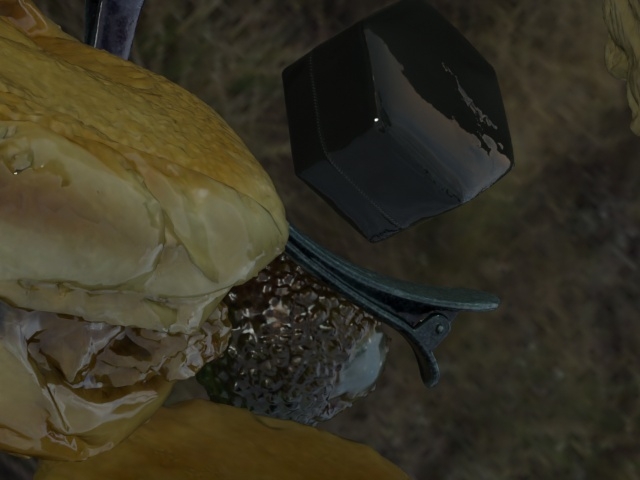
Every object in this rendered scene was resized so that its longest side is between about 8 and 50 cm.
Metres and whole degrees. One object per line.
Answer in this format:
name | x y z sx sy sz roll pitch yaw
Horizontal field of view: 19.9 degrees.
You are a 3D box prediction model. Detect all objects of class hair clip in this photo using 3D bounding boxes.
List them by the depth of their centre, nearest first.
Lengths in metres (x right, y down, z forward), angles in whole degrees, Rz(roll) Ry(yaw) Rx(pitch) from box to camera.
hair clip | 0.000 0.000 1.077 0.229 0.039 0.070 36 96 -18
hair clip | -0.211 -0.125 1.639 0.048 0.083 0.275 19 83 -41

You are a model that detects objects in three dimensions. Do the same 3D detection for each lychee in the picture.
lychee | -0.036 0.073 1.438 0.171 0.171 0.171 -21 135 -23

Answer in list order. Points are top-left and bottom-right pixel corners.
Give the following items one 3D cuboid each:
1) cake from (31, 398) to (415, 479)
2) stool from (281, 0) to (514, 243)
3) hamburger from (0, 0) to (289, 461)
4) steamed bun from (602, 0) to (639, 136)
cake | -0.068 0.298 1.050 0.332 0.332 0.321 3 122 -40
stool | 0.077 -0.122 1.834 0.232 0.232 0.141 12 152 -43
hamburger | -0.114 -0.025 0.560 0.214 0.214 0.108 23 110 -46
steamed bun | 0.265 -0.218 1.240 0.137 0.292 0.295 -7 88 -2
